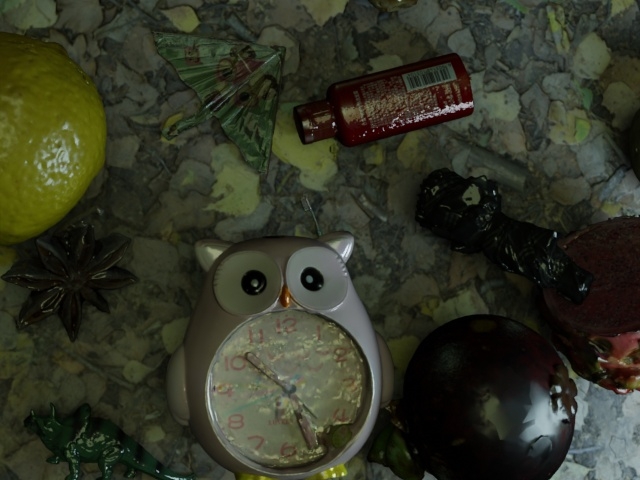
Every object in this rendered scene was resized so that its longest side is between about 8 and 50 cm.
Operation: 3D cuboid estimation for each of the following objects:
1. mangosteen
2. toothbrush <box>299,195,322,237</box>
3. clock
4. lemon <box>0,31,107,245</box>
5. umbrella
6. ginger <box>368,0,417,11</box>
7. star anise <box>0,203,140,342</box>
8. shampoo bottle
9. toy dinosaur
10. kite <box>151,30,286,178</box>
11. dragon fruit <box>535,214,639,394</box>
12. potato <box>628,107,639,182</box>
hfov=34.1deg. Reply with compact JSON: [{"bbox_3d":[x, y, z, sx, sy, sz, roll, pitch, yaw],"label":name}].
[{"bbox_3d":[0.244,0.277,1.730,0.360,0.306,0.306,-12,88,31],"label":"mangosteen"},{"bbox_3d":[0.000,0.000,1.830,0.014,0.011,0.167,-22,90,-6],"label":"toothbrush"},{"bbox_3d":[-0.068,0.177,1.688,0.368,0.250,0.376,-3,93,-9],"label":"clock"},{"bbox_3d":[-0.492,-0.155,1.604,0.336,0.336,0.336,1,86,-10],"label":"lemon"},{"bbox_3d":[0.314,-0.019,1.756,0.128,0.337,0.154,-34,134,-37],"label":"umbrella"},{"bbox_3d":[0.075,-0.573,1.804,0.256,0.176,0.375,-29,92,-26],"label":"ginger"},{"bbox_3d":[-0.399,0.043,1.688,0.230,0.081,0.262,3,120,-26],"label":"star anise"},{"bbox_3d":[0.111,-0.238,1.833,0.314,0.076,0.118,-16,94,-10],"label":"shampoo bottle"},{"bbox_3d":[-0.353,0.359,1.713,0.292,0.079,0.120,36,83,-9],"label":"toy dinosaur"},{"bbox_3d":[-0.165,-0.259,1.819,0.268,0.013,0.323,-40,91,-11],"label":"kite"},{"bbox_3d":[0.541,0.130,1.805,0.296,0.314,0.263,-27,126,6],"label":"dragon fruit"},{"bbox_3d":[0.656,-0.156,1.885,0.178,0.160,0.235,-34,110,27],"label":"potato"}]
